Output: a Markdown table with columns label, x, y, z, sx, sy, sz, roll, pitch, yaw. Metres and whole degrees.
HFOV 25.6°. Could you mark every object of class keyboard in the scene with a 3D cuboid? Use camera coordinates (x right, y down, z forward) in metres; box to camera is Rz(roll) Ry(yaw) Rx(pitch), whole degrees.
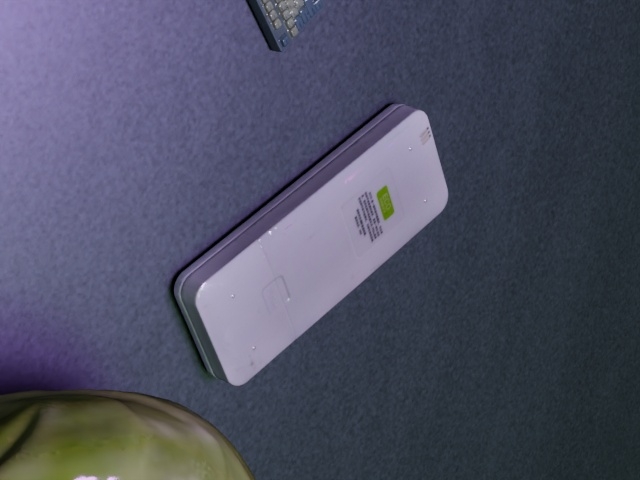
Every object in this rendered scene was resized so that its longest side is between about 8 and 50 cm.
| label | x | y | z | sx | sy | sz | roll | pitch | yaw |
| --- | --- | --- | --- | --- | --- | --- | --- | --- | --- |
| keyboard | -0.045 | -0.211 | 0.949 | 0.055 | 0.014 | 0.176 | -48 | 134 | -24 |

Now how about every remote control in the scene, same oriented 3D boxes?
| label | x | y | z | sx | sy | sz | roll | pitch | yaw |
| --- | --- | --- | --- | --- | --- | --- | --- | --- | --- |
| remote control | 0.000 | 0.000 | 1.063 | 0.250 | 0.034 | 0.103 | -40 | 131 | -26 |

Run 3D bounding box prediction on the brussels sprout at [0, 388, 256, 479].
| label | x | y | z | sx | sy | sz | roll | pitch | yaw |
| --- | --- | --- | --- | --- | --- | --- | --- | --- | --- |
| brussels sprout | -0.170 | 0.236 | 0.845 | 0.328 | 0.247 | 0.327 | -2 | 93 | -37 |
